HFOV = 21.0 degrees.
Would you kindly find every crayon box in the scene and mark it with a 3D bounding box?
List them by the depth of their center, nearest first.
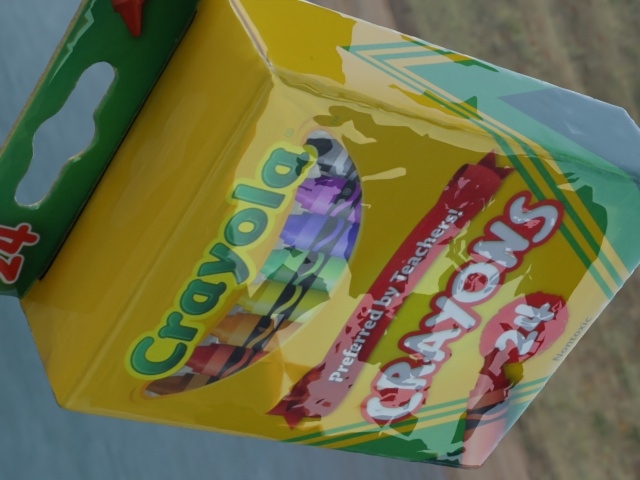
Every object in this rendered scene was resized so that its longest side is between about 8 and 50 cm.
[{"bbox_3d":[0.000,0.000,0.827,0.318,0.202,0.081,13,33,-36],"label":"crayon box"}]
